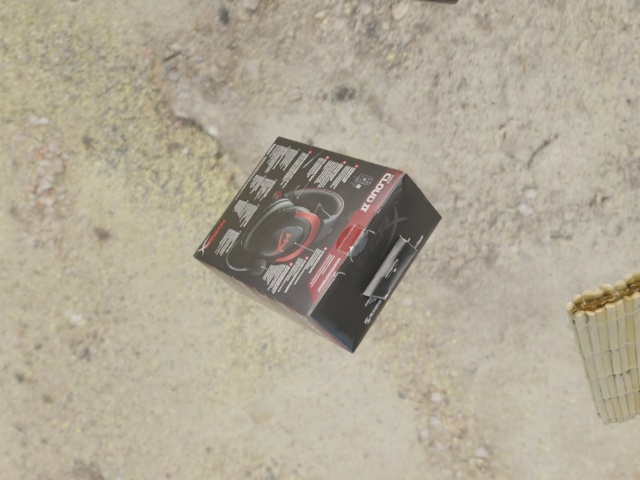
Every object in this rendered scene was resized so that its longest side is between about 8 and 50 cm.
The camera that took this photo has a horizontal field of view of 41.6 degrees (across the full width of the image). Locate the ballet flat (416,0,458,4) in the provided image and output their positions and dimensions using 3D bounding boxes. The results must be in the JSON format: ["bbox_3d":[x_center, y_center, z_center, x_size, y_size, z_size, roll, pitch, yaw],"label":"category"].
[{"bbox_3d":[0.033,-0.260,0.733,0.203,0.074,0.074,41,125,-17],"label":"ballet flat"}]

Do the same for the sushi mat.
[{"bbox_3d":[0.260,0.069,0.596,0.151,0.019,0.316,-25,150,10],"label":"sushi mat"}]

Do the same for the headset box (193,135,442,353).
[{"bbox_3d":[0.000,0.000,1.112,0.293,0.218,0.110,21,163,47],"label":"headset box"}]
